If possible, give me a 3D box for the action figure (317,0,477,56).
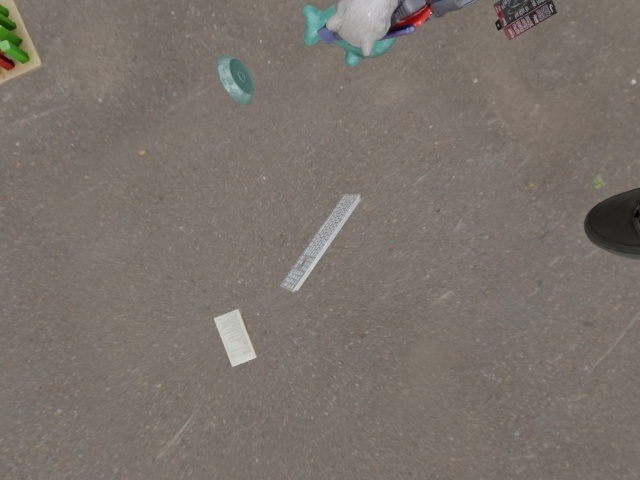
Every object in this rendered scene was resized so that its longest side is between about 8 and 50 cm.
[{"bbox_3d":[0.083,-0.401,0.643,0.178,0.341,0.331,31,73,-37],"label":"action figure"}]

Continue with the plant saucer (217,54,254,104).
[{"bbox_3d":[-0.185,-0.367,1.060,0.021,0.119,0.120,-19,83,28],"label":"plant saucer"}]

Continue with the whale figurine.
[{"bbox_3d":[0.073,-0.566,1.220,0.271,0.141,0.217,6,114,16],"label":"whale figurine"}]

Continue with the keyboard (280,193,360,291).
[{"bbox_3d":[0.000,0.000,1.015,0.014,0.072,0.256,42,76,-29],"label":"keyboard"}]

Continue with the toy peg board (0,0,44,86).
[{"bbox_3d":[-0.690,-0.410,0.957,0.160,0.079,0.161,-25,89,0],"label":"toy peg board"}]

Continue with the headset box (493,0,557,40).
[{"bbox_3d":[0.314,-0.359,0.730,0.032,0.083,0.062,29,46,-43],"label":"headset box"}]

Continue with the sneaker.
[{"bbox_3d":[0.506,-0.056,0.628,0.139,0.340,0.125,28,74,-22],"label":"sneaker"}]

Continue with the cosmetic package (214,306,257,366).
[{"bbox_3d":[-0.186,0.211,1.032,0.060,0.041,0.115,-19,92,-4],"label":"cosmetic package"}]
